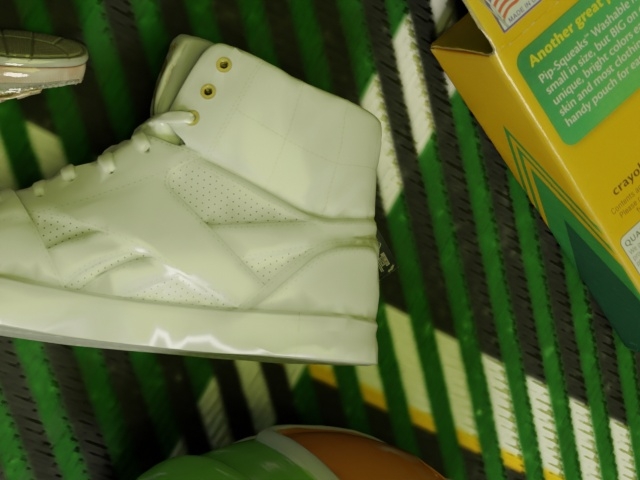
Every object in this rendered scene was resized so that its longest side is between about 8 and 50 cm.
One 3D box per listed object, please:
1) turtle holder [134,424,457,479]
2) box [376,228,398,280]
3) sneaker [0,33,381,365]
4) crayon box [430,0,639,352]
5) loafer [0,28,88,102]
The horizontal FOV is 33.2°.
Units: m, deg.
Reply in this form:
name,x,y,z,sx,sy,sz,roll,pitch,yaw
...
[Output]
name,x,y,z,sx,sy,sz,roll,pitch,yaw
turtle holder,-0.002,0.257,0.593,0.228,0.243,0.320,-10,98,-37
box,0.000,0.000,0.649,0.067,0.018,0.083,-35,113,-11
sneaker,-0.108,-0.027,0.566,0.293,0.108,0.169,6,82,-15
crayon box,0.214,-0.097,0.677,0.203,0.083,0.323,-42,115,-9
loafer,-0.182,-0.085,0.546,0.125,0.045,0.039,0,120,-15
